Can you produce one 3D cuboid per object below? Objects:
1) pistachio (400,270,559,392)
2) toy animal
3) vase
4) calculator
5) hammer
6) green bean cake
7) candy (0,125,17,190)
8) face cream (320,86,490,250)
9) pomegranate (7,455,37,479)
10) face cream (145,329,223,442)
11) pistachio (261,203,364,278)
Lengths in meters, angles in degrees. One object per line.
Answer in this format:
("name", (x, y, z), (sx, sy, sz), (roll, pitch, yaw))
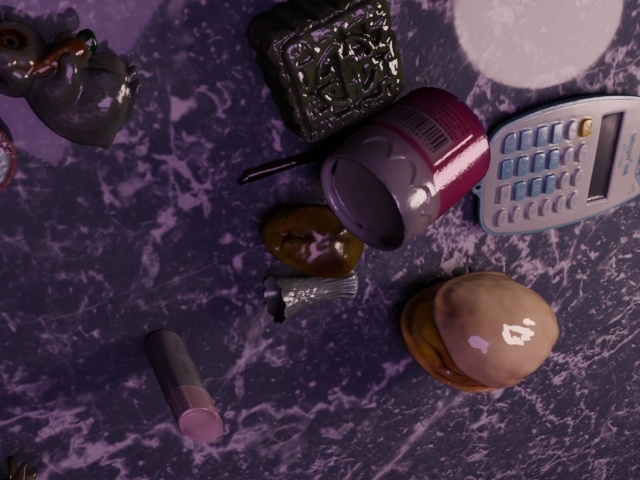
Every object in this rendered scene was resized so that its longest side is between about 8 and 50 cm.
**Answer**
("pistachio", (0.300, 0.163, 1.297), (0.309, 0.230, 0.230), (9, 113, -27))
("toy animal", (-0.323, -0.186, 0.795), (0.236, 0.108, 0.138), (9, 113, -32))
("vase", (-0.012, 0.081, 1.152), (0.149, 0.081, 0.081), (-12, 123, -28))
("calculator", (0.439, -0.138, 1.285), (0.386, 0.054, 0.256), (-15, 124, -19))
("hammer", (-0.041, -0.120, 1.050), (0.178, 0.021, 0.065), (-19, 125, -15))
("green bean cake", (0.017, -0.245, 0.966), (0.183, 0.094, 0.185), (-31, 133, -11))
("candy", (-0.417, -0.098, 0.837), (0.103, 0.043, 0.103), (-15, 123, -24))
("face cream", (0.122, -0.104, 1.022), (0.195, 0.175, 0.175), (-37, 131, -25))
("pomegranate", (-0.503, 0.426, 1.029), (0.224, 0.181, 0.181), (-40, 131, -22))
("face cream", (-0.206, 0.211, 1.038), (0.057, 0.198, 0.084), (-41, 128, -1))
("pistachio", (0.003, -0.002, 1.091), (0.189, 0.100, 0.110), (16, 113, -34))
